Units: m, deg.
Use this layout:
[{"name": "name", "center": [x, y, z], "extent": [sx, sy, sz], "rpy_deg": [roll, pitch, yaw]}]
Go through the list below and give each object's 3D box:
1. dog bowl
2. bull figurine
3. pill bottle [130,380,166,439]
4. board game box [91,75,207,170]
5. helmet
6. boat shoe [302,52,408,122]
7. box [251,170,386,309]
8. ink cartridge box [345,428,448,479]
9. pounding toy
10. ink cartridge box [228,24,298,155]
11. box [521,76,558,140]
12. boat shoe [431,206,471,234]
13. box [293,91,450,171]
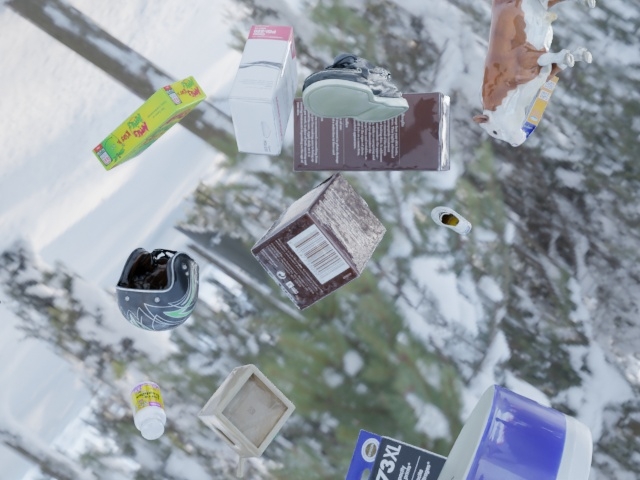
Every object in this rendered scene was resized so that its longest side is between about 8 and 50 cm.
[{"name": "dog bowl", "center": [0.169, 0.285, 0.890], "extent": [0.265, 0.104, 0.265], "rpy_deg": [-63, 172, -16]}, {"name": "bull figurine", "center": [0.336, -0.312, 1.411], "extent": [0.188, 0.101, 0.311], "rpy_deg": [-10, -110, 44]}, {"name": "pill bottle", "center": [-0.237, 0.235, 1.211], "extent": [0.043, 0.043, 0.083], "rpy_deg": [-56, -149, 16]}, {"name": "board game box", "center": [-0.272, -0.185, 1.390], "extent": [0.181, 0.043, 0.092], "rpy_deg": [-33, -175, 32]}, {"name": "helmet", "center": [-0.326, 0.103, 1.753], "extent": [0.169, 0.169, 0.162], "rpy_deg": [126, -17, -65]}, {"name": "boat shoe", "center": [0.062, -0.312, 1.731], "extent": [0.127, 0.113, 0.340], "rpy_deg": [-22, 169, 35]}, {"name": "box", "center": [0.000, 0.000, 1.787], "extent": [0.167, 0.168, 0.203], "rpy_deg": [-34, -169, 32]}, {"name": "ink cartridge box", "center": [0.147, 0.378, 1.181], "extent": [0.370, 0.069, 0.176], "rpy_deg": [7, -106, 48]}, {"name": "pounding toy", "center": [-0.127, 0.310, 1.495], "extent": [0.130, 0.141, 0.100], "rpy_deg": [-50, -165, -30]}, {"name": "ink cartridge box", "center": [-0.110, -0.301, 1.761], "extent": [0.159, 0.092, 0.218], "rpy_deg": [84, 13, -53]}, {"name": "box", "center": [0.446, -0.271, 1.821], "extent": [0.136, 0.028, 0.081], "rpy_deg": [-61, 176, -15]}, {"name": "boat shoe", "center": [0.221, -0.039, 1.532], "extent": [0.035, 0.035, 0.100], "rpy_deg": [-57, -145, 5]}, {"name": "box", "center": [0.128, -0.267, 2.194], "extent": [0.143, 0.381, 0.191], "rpy_deg": [-12, 103, -69]}]
